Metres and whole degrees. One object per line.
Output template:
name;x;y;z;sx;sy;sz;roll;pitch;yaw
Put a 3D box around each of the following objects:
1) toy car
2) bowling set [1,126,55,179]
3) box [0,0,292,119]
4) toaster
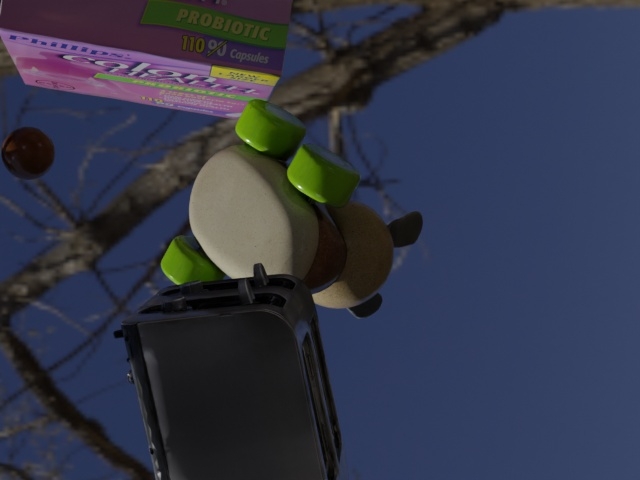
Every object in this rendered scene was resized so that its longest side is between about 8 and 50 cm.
toy car;0.000;0.000;1.149;0.188;0.149;0.155;16;-70;-44
bowling set;-0.384;-0.096;1.461;0.200;0.154;0.287;-2;-52;-31
box;-0.137;-0.184;1.180;0.243;0.214;0.117;151;128;-82
toaster;-0.050;0.114;0.923;0.168;0.110;0.185;-52;-49;-83
